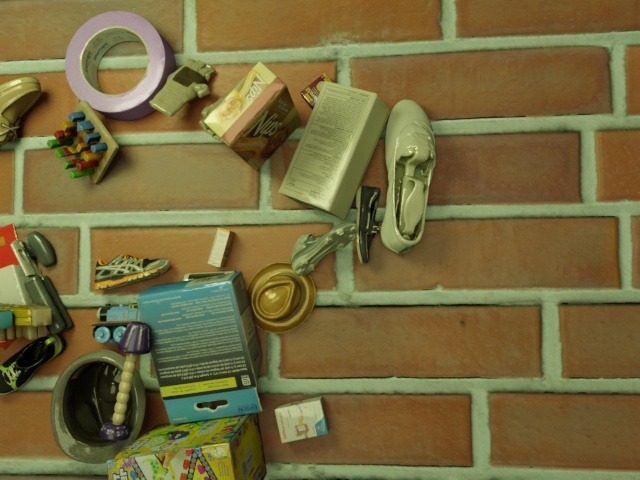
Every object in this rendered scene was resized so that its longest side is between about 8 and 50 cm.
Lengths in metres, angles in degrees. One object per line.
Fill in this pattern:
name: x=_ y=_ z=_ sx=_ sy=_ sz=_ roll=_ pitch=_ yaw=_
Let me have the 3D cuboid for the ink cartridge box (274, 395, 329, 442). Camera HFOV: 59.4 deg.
ink cartridge box: x=-0.047 y=0.458 z=1.433 sx=0.123 sy=0.052 sz=0.088 roll=-14 pitch=86 yaw=6

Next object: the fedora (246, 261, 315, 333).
fedora: x=-0.108 y=0.147 z=1.444 sx=0.195 sy=0.079 sz=0.194 roll=0 pitch=86 yaw=5

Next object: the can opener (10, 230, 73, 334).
can opener: x=-0.735 y=0.110 z=1.507 sx=0.095 sy=0.076 sz=0.283 roll=-30 pitch=85 yaw=4

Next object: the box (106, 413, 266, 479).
box: x=-0.301 y=0.541 z=1.333 sx=0.280 sy=0.290 sz=0.176 roll=-10 pitch=86 yaw=5

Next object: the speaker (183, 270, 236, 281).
speaker: x=-0.286 y=0.109 z=1.476 sx=0.136 sy=0.055 sz=0.055 roll=-3 pitch=86 yaw=5

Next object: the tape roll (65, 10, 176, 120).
tape roll: x=-0.537 y=-0.469 z=1.517 sx=0.275 sy=0.090 sz=0.274 roll=0 pitch=87 yaw=5

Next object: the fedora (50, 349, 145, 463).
fedora: x=-0.552 y=0.416 z=1.446 sx=0.244 sy=0.124 sz=0.275 roll=-2 pitch=86 yaw=5

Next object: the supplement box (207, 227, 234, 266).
supplement box: x=-0.260 y=0.019 z=1.474 sx=0.036 sy=0.062 sz=0.098 roll=16 pitch=89 yaw=5

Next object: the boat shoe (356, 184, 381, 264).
boat shoe: x=0.125 y=-0.041 z=1.437 sx=0.065 sy=0.075 sz=0.205 roll=-1 pitch=82 yaw=8

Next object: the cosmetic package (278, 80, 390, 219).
cosmetic package: x=0.037 y=-0.226 z=1.416 sx=0.160 sy=0.113 sz=0.309 roll=23 pitch=90 yaw=27

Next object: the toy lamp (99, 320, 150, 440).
toy lamp: x=-0.463 y=0.332 z=1.343 sx=0.080 sy=0.080 sz=0.274 roll=14 pitch=90 yaw=6

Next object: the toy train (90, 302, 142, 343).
toy train: x=-0.513 y=0.218 z=1.481 sx=0.184 sy=0.080 sz=0.105 roll=-2 pitch=77 yaw=7

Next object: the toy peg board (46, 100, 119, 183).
toy peg board: x=-0.634 y=-0.251 z=1.477 sx=0.161 sy=0.079 sz=0.161 roll=53 pitch=129 yaw=6

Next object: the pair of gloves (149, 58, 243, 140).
pair of gloves: x=-0.301 y=-0.373 z=1.480 sx=0.240 sy=0.042 sz=0.204 roll=24 pitch=61 yaw=1

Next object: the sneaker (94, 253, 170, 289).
sneaker: x=-0.504 y=0.072 z=1.486 sx=0.215 sy=0.084 sz=0.083 roll=-13 pitch=81 yaw=5

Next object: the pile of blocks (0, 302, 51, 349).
pile of blocks: x=-0.861 y=0.223 z=1.414 sx=0.363 sy=0.149 sz=0.112 roll=1 pitch=97 yaw=6

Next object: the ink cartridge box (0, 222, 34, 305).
ink cartridge box: x=-0.950 y=0.119 z=1.531 sx=0.297 sy=0.066 sz=0.261 roll=-20 pitch=86 yaw=4

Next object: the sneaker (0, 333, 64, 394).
sneaker: x=-0.793 y=0.323 z=1.487 sx=0.235 sy=0.097 sz=0.084 roll=-40 pitch=84 yaw=2

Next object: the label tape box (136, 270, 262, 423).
label tape box: x=-0.292 y=0.271 z=1.423 sx=0.249 sy=0.115 sz=0.347 roll=-10 pitch=102 yaw=8

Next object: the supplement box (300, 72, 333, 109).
supplement box: x=-0.004 y=-0.393 z=1.485 sx=0.083 sy=0.043 sz=0.055 roll=-39 pitch=85 yaw=2

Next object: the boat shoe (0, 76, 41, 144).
boat shoe: x=-0.878 y=-0.311 z=1.531 sx=0.341 sy=0.122 sz=0.110 roll=-36 pitch=89 yaw=12

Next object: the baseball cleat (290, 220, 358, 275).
baseball cleat: x=0.000 y=0.000 z=1.422 sx=0.206 sy=0.072 sz=0.109 roll=-37 pitch=42 yaw=12

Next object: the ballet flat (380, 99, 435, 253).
ballet flat: x=0.231 y=-0.165 z=1.402 sx=0.139 sy=0.139 sz=0.399 roll=6 pitch=87 yaw=6

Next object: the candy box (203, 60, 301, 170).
candy box: x=-0.151 y=-0.286 z=1.355 sx=0.087 sy=0.316 sz=0.183 roll=43 pitch=91 yaw=6
